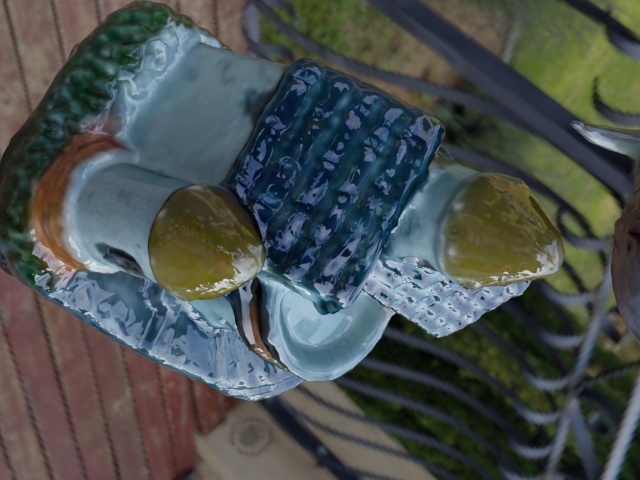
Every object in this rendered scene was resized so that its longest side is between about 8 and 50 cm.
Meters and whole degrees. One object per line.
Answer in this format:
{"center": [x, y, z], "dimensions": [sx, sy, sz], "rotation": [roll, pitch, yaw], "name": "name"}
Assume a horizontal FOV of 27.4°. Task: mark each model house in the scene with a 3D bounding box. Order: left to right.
{"center": [0.000, 0.000, 0.705], "dimensions": [0.253, 0.291, 0.184], "rotation": [38, 74, -39], "name": "model house"}

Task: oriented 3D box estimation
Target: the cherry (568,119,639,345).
{"center": [0.277, -0.029, 0.699], "dimensions": [0.218, 0.296, 0.254], "rotation": [84, 19, -70], "name": "cherry"}
